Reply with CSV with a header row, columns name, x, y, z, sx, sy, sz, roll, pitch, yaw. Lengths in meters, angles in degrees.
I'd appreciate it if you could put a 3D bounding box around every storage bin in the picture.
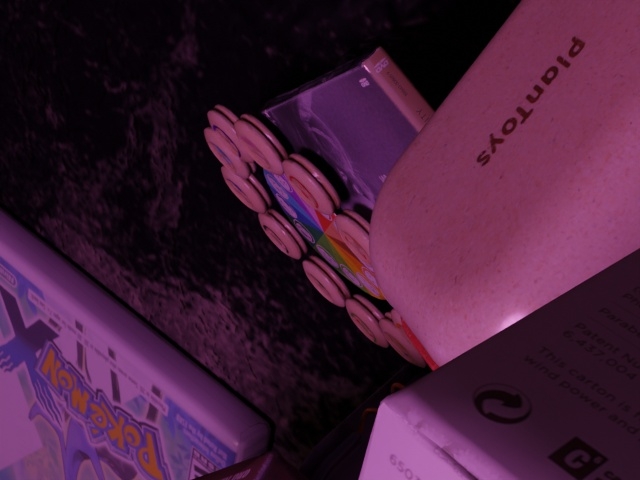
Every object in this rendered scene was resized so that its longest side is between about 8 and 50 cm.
name,x,y,z,sx,sy,sz,roll,pitch,yaw
storage bin,0.056,0.134,0.852,0.091,0.135,0.098,23,125,25

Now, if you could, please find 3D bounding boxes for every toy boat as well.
name,x,y,z,sx,sy,sz,roll,pitch,yaw
toy boat,0.140,-0.024,0.619,0.231,0.151,0.151,-51,30,10

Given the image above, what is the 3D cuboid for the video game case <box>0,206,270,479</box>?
name,x,y,z,sx,sy,sz,roll,pitch,yaw
video game case,-0.179,0.161,1.180,0.329,0.036,0.300,35,132,29

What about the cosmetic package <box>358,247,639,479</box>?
name,x,y,z,sx,sy,sz,roll,pitch,yaw
cosmetic package,0.172,0.083,0.511,0.155,0.366,0.197,38,135,30

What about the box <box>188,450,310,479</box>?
name,x,y,z,sx,sy,sz,roll,pitch,yaw
box,0.040,0.285,0.813,0.381,0.143,0.191,40,147,-16

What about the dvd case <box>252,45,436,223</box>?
name,x,y,z,sx,sy,sz,roll,pitch,yaw
dvd case,0.064,0.009,0.766,0.221,0.018,0.164,49,162,-10

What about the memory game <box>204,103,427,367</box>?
name,x,y,z,sx,sy,sz,roll,pitch,yaw
memory game,0.000,0.000,0.852,0.186,0.012,0.186,45,168,13

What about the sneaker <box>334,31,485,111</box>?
name,x,y,z,sx,sy,sz,roll,pitch,yaw
sneaker,0.092,-0.016,0.763,0.235,0.084,0.097,36,134,29
